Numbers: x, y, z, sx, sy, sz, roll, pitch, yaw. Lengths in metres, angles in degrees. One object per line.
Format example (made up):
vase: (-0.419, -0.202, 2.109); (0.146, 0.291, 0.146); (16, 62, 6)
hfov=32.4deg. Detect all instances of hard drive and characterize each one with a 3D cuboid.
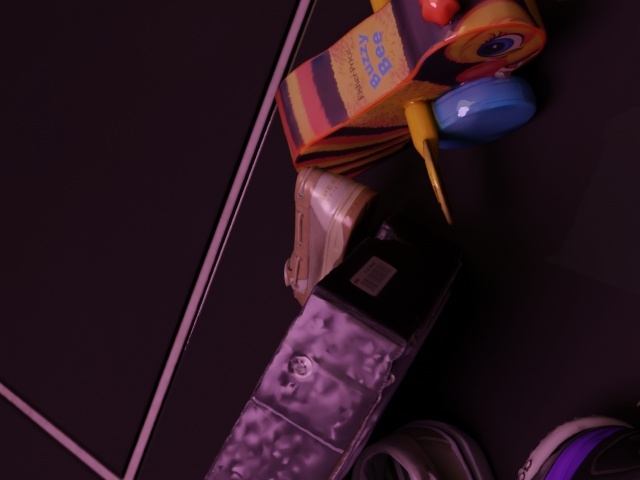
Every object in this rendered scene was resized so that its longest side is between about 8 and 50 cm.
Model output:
hard drive: (-0.031, 0.155, 0.666); (0.064, 0.237, 0.339); (32, 105, 6)

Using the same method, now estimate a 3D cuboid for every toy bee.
toy bee: (0.068, -0.129, 0.661); (0.298, 0.162, 0.195); (-47, 61, 24)

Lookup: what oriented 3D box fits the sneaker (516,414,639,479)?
sneaker: (0.118, 0.230, 0.545); (0.102, 0.146, 0.293); (18, 83, -4)

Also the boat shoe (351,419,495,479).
boat shoe: (0.081, 0.260, 0.663); (0.109, 0.094, 0.302); (-27, 72, 31)

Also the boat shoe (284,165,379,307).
boat shoe: (-0.001, 0.001, 0.721); (0.048, 0.153, 0.056); (32, 67, 7)
